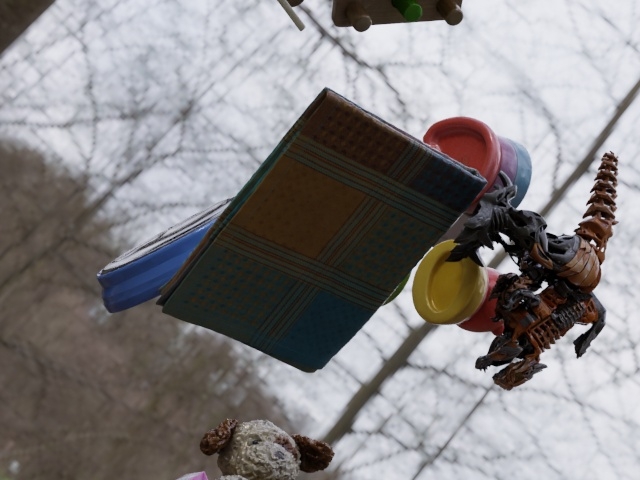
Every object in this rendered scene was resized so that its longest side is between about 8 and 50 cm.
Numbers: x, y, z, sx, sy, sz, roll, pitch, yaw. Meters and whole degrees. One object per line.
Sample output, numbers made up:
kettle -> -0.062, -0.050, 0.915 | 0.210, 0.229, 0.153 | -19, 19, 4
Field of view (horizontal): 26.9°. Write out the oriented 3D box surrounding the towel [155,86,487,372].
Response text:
towel -> 0.000, 0.000, 1.709 | 0.271, 0.370, 0.040 | 26, 26, -29

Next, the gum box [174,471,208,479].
gum box -> -0.221, 0.395, 1.767 | 0.062, 0.188, 0.107 | -23, -89, 59

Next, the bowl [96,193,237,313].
bowl -> -0.241, 0.009, 2.489 | 0.077, 0.391, 0.391 | 62, -21, -7

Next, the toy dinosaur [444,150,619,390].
toy dinosaur -> 0.284, 0.030, 1.724 | 0.218, 0.322, 0.164 | 32, -31, 8

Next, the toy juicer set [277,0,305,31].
toy juicer set -> -0.096, -0.495, 1.995 | 0.209, 0.089, 0.329 | 31, 36, -65

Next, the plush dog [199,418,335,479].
plush dog -> -0.093, 0.399, 2.159 | 0.262, 0.225, 0.210 | 16, -35, -25

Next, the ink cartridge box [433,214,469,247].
ink cartridge box -> 0.239, -0.082, 2.341 | 0.128, 0.176, 0.127 | 24, -36, 5

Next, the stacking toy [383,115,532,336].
stacking toy -> 0.179, -0.010, 1.944 | 0.130, 0.309, 0.279 | 24, -18, -38

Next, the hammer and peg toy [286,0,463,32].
hammer and peg toy -> 0.103, -0.502, 2.381 | 0.127, 0.361, 0.266 | -117, -153, -47
